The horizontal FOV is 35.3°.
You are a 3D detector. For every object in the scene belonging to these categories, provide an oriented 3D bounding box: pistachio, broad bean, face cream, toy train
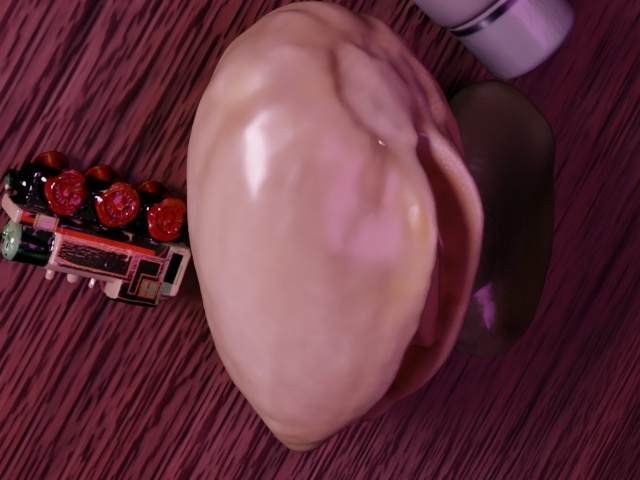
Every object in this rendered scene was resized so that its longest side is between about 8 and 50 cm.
[{"bbox_3d":[0.000,0.000,0.687,0.193,0.213,0.318,-21,125,-43],"label":"pistachio"},{"bbox_3d":[0.135,-0.013,0.813,0.169,0.100,0.228,-31,128,-45],"label":"broad bean"},{"bbox_3d":[0.065,-0.250,0.723,0.314,0.089,0.143,44,81,-24],"label":"face cream"},{"bbox_3d":[-0.152,-0.006,0.683,0.137,0.050,0.087,16,99,-32],"label":"toy train"}]
